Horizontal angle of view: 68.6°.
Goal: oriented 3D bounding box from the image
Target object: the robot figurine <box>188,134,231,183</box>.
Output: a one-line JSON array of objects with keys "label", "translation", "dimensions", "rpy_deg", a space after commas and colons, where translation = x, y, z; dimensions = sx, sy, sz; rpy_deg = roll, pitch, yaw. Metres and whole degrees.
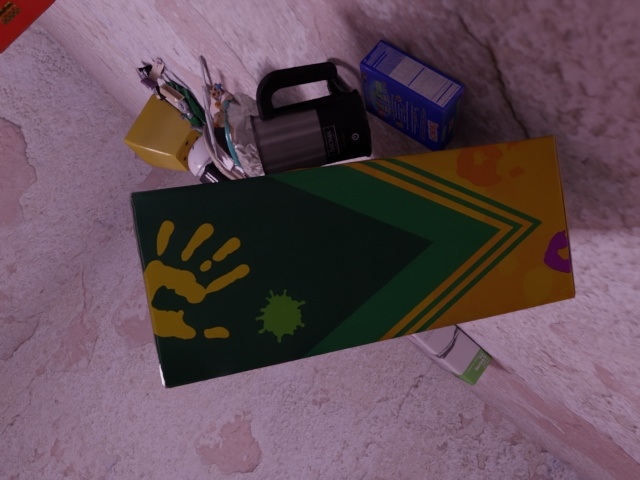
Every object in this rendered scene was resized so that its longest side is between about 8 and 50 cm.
[{"label": "robot figurine", "translation": [-0.262, -0.207, 1.414], "dimensions": [0.278, 0.173, 0.209], "rpy_deg": [41, 161, -11]}]

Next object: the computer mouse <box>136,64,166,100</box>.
[{"label": "computer mouse", "translation": [-0.510, -0.488, 1.410], "dimensions": [0.193, 0.042, 0.106], "rpy_deg": [43, 162, 49]}]

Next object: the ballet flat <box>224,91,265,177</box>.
[{"label": "ballet flat", "translation": [-0.104, -0.194, 0.968], "dimensions": [0.147, 0.147, 0.409], "rpy_deg": [40, 174, 2]}]

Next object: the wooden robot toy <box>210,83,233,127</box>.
[{"label": "wooden robot toy", "translation": [-0.207, -0.280, 1.076], "dimensions": [0.173, 0.079, 0.076], "rpy_deg": [40, 172, 5]}]

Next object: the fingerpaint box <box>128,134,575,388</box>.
[{"label": "fingerpaint box", "translation": [0.000, 0.000, 0.596], "dimensions": [0.445, 0.371, 0.163], "rpy_deg": [-173, 74, -78]}]

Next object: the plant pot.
[{"label": "plant pot", "translation": [-0.561, -0.379, 1.762], "dimensions": [0.187, 0.212, 0.212], "rpy_deg": [26, 169, 10]}]

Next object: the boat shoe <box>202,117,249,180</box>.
[{"label": "boat shoe", "translation": [-0.162, -0.198, 1.265], "dimensions": [0.355, 0.132, 0.130], "rpy_deg": [47, 145, -18]}]

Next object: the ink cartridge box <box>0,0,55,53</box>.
[{"label": "ink cartridge box", "translation": [-0.402, -0.405, 0.589], "dimensions": [0.239, 0.275, 0.060], "rpy_deg": [38, 171, 12]}]

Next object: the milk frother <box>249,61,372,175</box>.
[{"label": "milk frother", "translation": [-0.019, -0.155, 0.599], "dimensions": [0.143, 0.134, 0.129], "rpy_deg": [-111, 8, -76]}]

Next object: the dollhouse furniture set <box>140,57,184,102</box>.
[{"label": "dollhouse furniture set", "translation": [-0.411, -0.447, 1.286], "dimensions": [0.114, 0.091, 0.081], "rpy_deg": [35, 128, -12]}]

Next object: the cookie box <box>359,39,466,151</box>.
[{"label": "cookie box", "translation": [0.099, -0.154, 0.512], "dimensions": [0.107, 0.040, 0.092], "rpy_deg": [38, 173, 19]}]

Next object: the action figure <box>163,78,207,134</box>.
[{"label": "action figure", "translation": [-0.389, -0.377, 1.437], "dimensions": [0.137, 0.063, 0.232], "rpy_deg": [43, 173, 32]}]

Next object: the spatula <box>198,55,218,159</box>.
[{"label": "spatula", "translation": [-0.261, -0.303, 1.079], "dimensions": [0.242, 0.019, 0.168], "rpy_deg": [126, 136, -78]}]

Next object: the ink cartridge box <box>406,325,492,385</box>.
[{"label": "ink cartridge box", "translation": [0.386, 0.325, 1.533], "dimensions": [0.273, 0.115, 0.198], "rpy_deg": [41, 171, -12]}]
